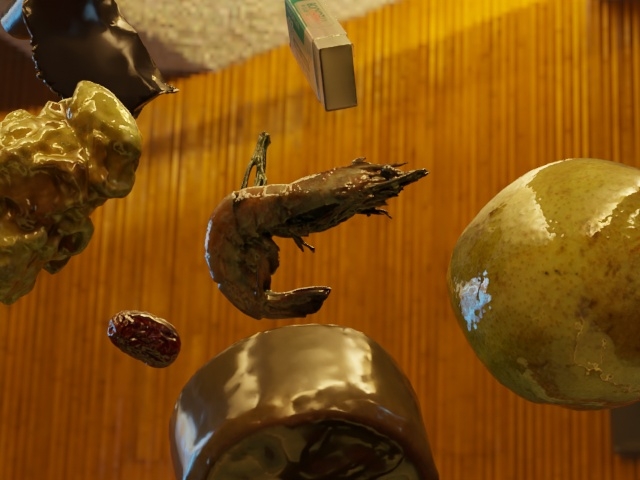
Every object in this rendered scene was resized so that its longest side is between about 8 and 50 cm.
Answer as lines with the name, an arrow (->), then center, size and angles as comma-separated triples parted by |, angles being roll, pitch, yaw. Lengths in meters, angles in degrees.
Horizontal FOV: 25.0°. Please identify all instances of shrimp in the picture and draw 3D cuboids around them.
shrimp -> 0.000, 0.000, 1.721 | 0.296, 0.169, 0.058 | -15, 2, 18

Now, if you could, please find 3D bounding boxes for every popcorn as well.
popcorn -> -0.342, -0.043, 1.660 | 0.286, 0.174, 0.225 | -42, 4, 29

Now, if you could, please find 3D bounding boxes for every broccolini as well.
broccolini -> -0.104, -0.084, 2.212 | 0.074, 0.201, 0.058 | 12, -18, -11

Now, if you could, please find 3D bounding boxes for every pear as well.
pear -> 0.305, 0.046, 1.669 | 0.303, 0.304, 0.304 | 2, -14, 0

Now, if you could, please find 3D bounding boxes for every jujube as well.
jujube -> -0.275, 0.150, 2.248 | 0.077, 0.077, 0.129 | -12, -31, 44

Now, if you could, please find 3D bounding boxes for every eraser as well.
eraser -> -0.001, -0.263, 1.989 | 0.052, 0.096, 0.225 | -11, 30, -8

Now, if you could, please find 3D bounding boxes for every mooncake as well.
mooncake -> -0.019, 0.236, 1.545 | 0.284, 0.155, 0.284 | -4, -52, -6

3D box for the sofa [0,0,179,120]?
sofa -> -0.355, -0.251, 2.083 | 0.182, 0.258, 0.200 | -33, 8, -26
